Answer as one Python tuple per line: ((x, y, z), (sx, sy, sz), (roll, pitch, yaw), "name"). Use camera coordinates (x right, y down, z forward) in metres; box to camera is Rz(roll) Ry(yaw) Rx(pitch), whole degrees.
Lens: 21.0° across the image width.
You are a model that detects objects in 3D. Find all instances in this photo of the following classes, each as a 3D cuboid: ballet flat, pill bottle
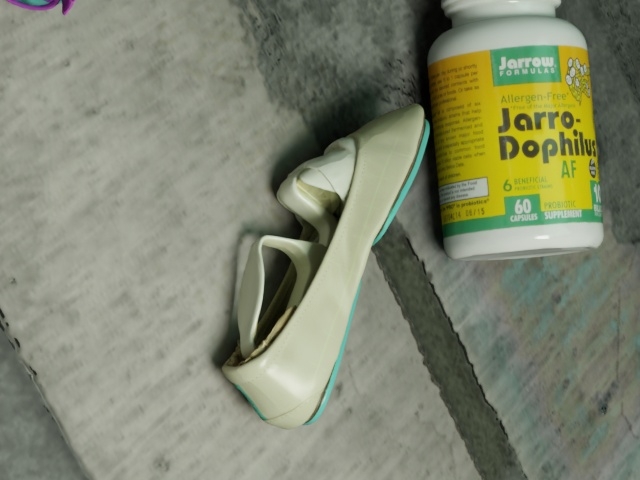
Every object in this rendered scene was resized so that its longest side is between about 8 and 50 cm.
((0.000, 0.000, 1.121), (0.086, 0.086, 0.248), (41, 58, -35), "ballet flat")
((0.138, -0.093, 1.245), (0.117, 0.117, 0.208), (0, 84, -46), "pill bottle")

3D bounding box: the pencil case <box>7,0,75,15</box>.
((-0.144, -0.205, 1.003), (0.070, 0.064, 0.152), (31, 60, -11), "pencil case")
